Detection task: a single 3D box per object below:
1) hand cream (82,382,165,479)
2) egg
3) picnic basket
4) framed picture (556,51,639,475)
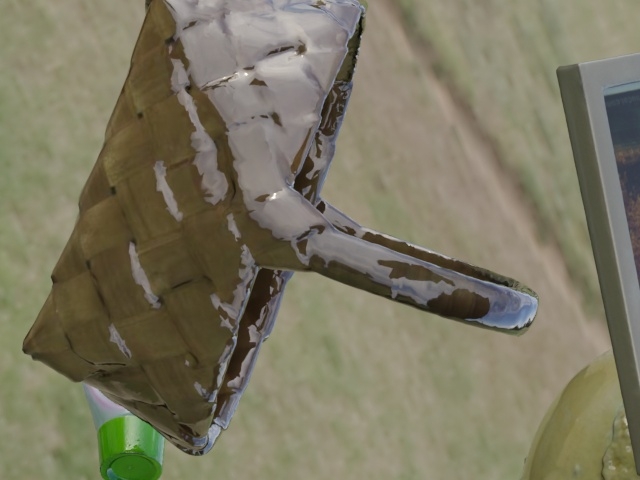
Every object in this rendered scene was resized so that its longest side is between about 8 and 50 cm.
[{"bbox_3d":[-0.152,0.080,1.561,0.079,0.050,0.275,22,40,-25],"label":"hand cream"},{"bbox_3d":[0.197,0.153,1.126,0.202,0.164,0.164,-69,161,5],"label":"egg"},{"bbox_3d":[0.000,0.000,1.305,0.293,0.337,0.337,-16,83,-86],"label":"picnic basket"},{"bbox_3d":[0.212,-0.009,0.886,0.250,0.016,0.184,-12,93,-40],"label":"framed picture"}]
